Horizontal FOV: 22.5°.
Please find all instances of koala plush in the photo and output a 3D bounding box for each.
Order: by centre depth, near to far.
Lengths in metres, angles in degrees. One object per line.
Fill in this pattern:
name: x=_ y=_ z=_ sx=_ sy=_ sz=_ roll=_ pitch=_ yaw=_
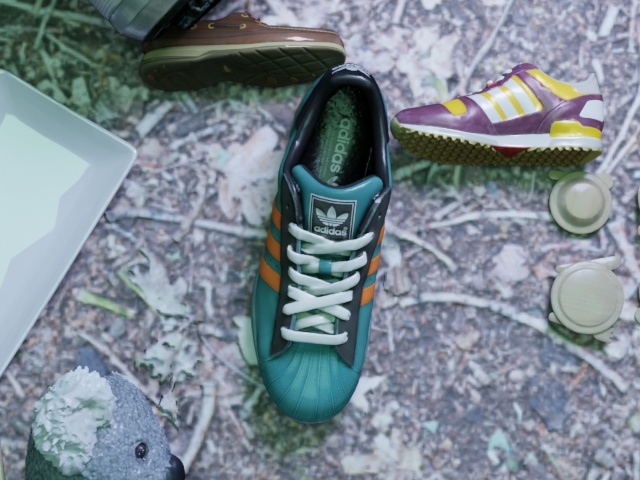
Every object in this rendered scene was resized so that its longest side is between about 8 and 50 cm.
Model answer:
koala plush: x=-0.187 y=0.209 z=1.277 sx=0.203 sy=0.196 sz=0.221 roll=5 pitch=87 yaw=9

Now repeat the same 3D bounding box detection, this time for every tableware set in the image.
tableware set: x=0.267 y=0.006 z=1.391 sx=0.141 sy=0.020 sz=0.169 roll=2 pitch=83 yaw=-2

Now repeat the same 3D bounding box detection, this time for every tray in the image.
tray: x=-0.283 y=0.003 z=1.362 sx=0.145 sy=0.030 sz=0.270 roll=31 pitch=83 yaw=1

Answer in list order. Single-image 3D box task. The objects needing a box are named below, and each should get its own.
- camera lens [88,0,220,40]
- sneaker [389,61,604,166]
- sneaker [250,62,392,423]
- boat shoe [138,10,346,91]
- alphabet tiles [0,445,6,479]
camera lens: x=-0.155 y=-0.316 z=1.292 sx=0.219 sy=0.219 sz=0.274 roll=-45 pitch=97 yaw=-6
sneaker: x=0.151 y=-0.112 z=1.383 sx=0.185 sy=0.069 sz=0.084 roll=4 pitch=75 yaw=-7
sneaker: x=0.000 y=0.000 z=1.333 sx=0.108 sy=0.121 sz=0.302 roll=5 pitch=83 yaw=-1
boat shoe: x=-0.067 y=-0.170 z=1.378 sx=0.177 sy=0.064 sz=0.060 roll=-3 pitch=65 yaw=4
alphabet tiles: x=-0.422 y=0.128 z=1.364 sx=0.285 sy=0.011 sz=0.343 roll=-9 pitch=84 yaw=-2
